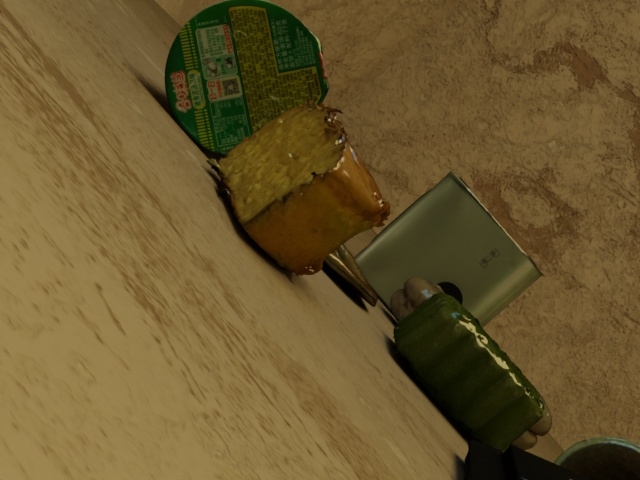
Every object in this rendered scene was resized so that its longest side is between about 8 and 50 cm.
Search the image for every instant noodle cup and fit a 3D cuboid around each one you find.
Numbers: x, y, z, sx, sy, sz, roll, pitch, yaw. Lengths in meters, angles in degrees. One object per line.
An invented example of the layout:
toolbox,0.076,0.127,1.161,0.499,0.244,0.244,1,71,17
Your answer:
instant noodle cup,-0.095,-0.197,1.529,0.207,0.207,0.233,48,-4,2

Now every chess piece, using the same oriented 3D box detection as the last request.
chess piece,0.392,0.393,1.507,0.176,0.175,0.298,51,-7,37

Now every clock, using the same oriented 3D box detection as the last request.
clock,0.276,0.281,1.149,0.278,0.049,0.273,24,3,6

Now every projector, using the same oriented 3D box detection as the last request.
projector,0.231,0.048,2.074,0.249,0.249,0.248,49,5,6

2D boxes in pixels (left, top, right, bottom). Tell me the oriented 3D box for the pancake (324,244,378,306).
pancake,0.000,0.001,1.661,0.250,0.031,0.250,48,6,-6

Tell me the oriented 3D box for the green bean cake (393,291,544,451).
green bean cake,0.199,0.177,1.541,0.214,0.113,0.200,49,4,-3

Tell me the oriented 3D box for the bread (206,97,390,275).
bread,-0.013,-0.050,1.259,0.147,0.160,0.260,55,-2,-25

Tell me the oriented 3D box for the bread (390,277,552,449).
bread,0.242,0.200,1.830,0.337,0.102,0.183,48,4,4
